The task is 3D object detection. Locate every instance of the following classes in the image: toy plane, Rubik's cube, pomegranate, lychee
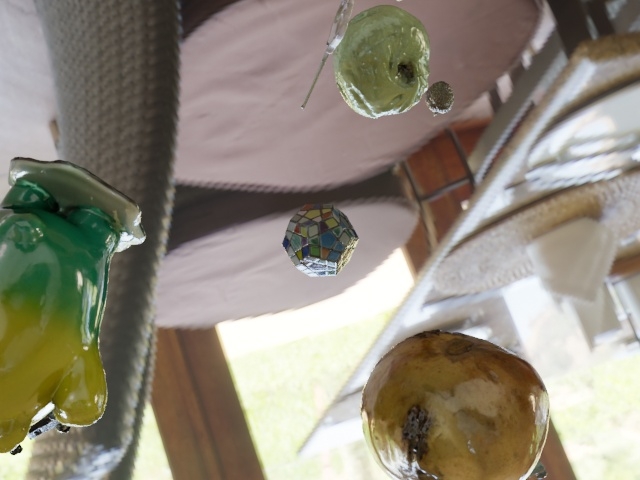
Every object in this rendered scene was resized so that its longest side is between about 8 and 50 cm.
[{"bbox_3d":[-0.483,0.306,1.768,0.246,0.078,0.169,-37,160,-19],"label":"toy plane"},{"bbox_3d":[0.000,0.000,1.519,0.093,0.111,0.111,-35,158,15],"label":"Rubik's cube"},{"bbox_3d":[0.223,0.296,1.766,0.322,0.322,0.322,-18,162,-6],"label":"pomegranate"},{"bbox_3d":[0.262,-0.314,2.319,0.068,0.067,0.083,-24,144,-45],"label":"lychee"}]

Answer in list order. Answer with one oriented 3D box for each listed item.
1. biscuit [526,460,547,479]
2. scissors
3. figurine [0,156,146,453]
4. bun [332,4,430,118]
[{"bbox_3d":[0.337,0.386,2.169,0.186,0.309,0.079,-16,132,5],"label":"biscuit"},{"bbox_3d":[0.008,-0.275,1.556,0.015,0.100,0.189,21,120,-11],"label":"scissors"},{"bbox_3d":[-0.374,0.079,1.273,0.323,0.340,0.231,20,151,5],"label":"figurine"},{"bbox_3d":[0.125,-0.347,2.043,0.221,0.221,0.108,-17,-157,-10],"label":"bun"}]
